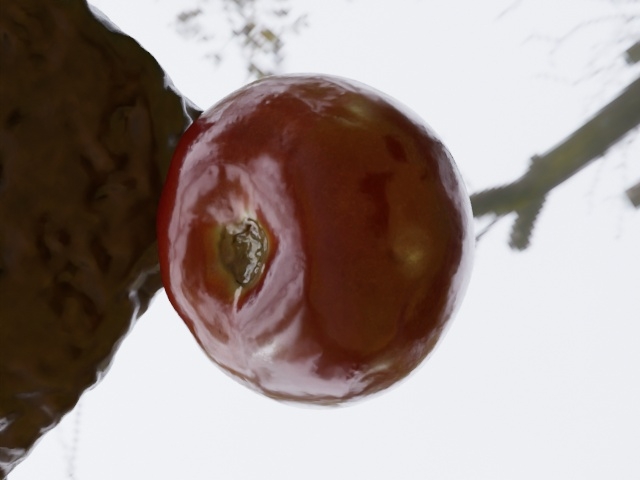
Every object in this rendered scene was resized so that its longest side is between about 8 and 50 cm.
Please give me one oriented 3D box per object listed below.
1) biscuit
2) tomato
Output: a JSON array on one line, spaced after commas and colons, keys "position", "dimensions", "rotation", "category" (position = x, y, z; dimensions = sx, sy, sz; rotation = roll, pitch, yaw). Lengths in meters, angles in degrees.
[{"position": [-0.281, -0.053, 1.294], "dimensions": [0.395, 0.166, 0.342], "rotation": [39, -99, -8], "category": "biscuit"}, {"position": [0.000, 0.000, 1.081], "dimensions": [0.136, 0.195, 0.195], "rotation": [-4, -106, -45], "category": "tomato"}]
